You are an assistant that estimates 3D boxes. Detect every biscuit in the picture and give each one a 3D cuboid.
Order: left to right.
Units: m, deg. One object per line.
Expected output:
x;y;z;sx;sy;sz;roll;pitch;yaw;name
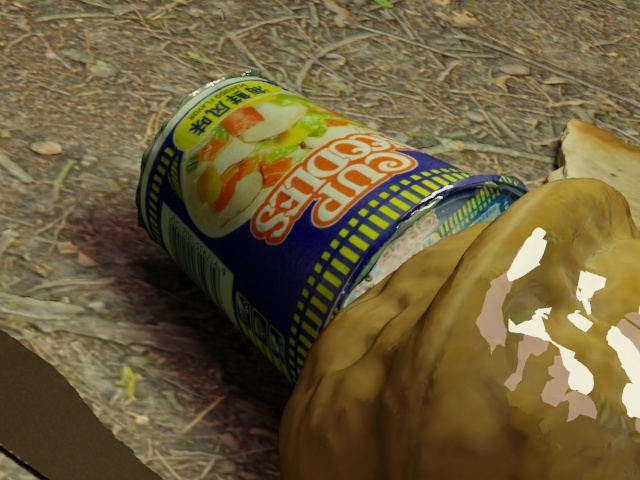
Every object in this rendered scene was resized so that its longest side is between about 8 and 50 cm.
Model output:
0.352;-0.031;2.119;0.205;0.040;0.309;22;31;0;biscuit

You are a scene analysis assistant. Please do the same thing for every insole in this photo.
-0.212;0.161;1.496;0.328;0.007;0.111;37;35;23;insole

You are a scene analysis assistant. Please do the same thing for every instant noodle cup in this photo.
0.000;0.000;1.660;0.284;0.284;0.312;-11;36;-43;instant noodle cup

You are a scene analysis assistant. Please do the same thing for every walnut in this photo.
0.164;0.151;1.394;0.384;0.383;0.383;16;32;-10;walnut

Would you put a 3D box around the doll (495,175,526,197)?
0.218;-0.032;2.051;0.037;0.027;0.125;15;35;-12;doll
